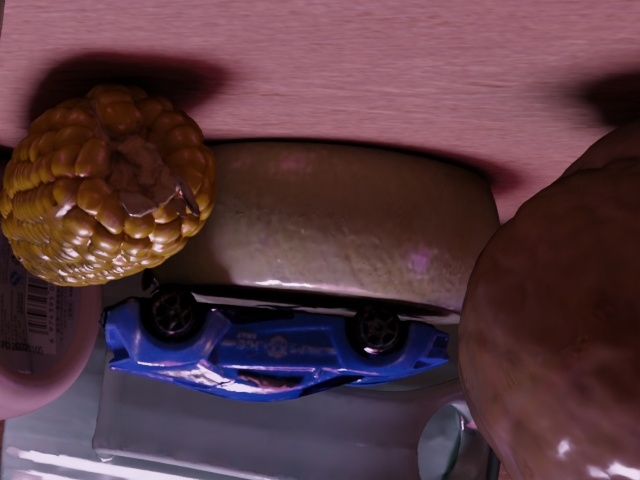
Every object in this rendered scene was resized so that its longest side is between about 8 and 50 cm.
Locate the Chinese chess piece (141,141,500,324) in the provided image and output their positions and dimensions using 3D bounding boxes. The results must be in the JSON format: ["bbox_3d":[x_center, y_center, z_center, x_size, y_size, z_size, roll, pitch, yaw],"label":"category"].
[{"bbox_3d":[0.000,0.000,0.998,0.238,0.092,0.238,5,174,1],"label":"Chinese chess piece"}]

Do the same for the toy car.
[{"bbox_3d":[-0.029,0.069,0.944,0.216,0.063,0.103,7,170,-5],"label":"toy car"}]

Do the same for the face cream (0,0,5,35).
[{"bbox_3d":[-0.236,-0.092,0.574,0.224,0.070,0.114,14,171,-6],"label":"face cream"}]

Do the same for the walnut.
[{"bbox_3d":[0.191,0.050,0.749,0.248,0.248,0.248,4,173,1],"label":"walnut"}]

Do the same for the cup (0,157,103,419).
[{"bbox_3d":[-0.281,0.061,1.034,0.200,0.252,0.191,-4,140,30],"label":"cup"}]

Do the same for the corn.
[{"bbox_3d":[-0.128,-0.026,0.854,0.102,0.101,0.310,6,175,-18],"label":"corn"}]

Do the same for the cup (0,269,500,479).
[{"bbox_3d":[-0.038,0.113,1.225,0.392,0.310,0.401,8,149,-3],"label":"cup"}]
